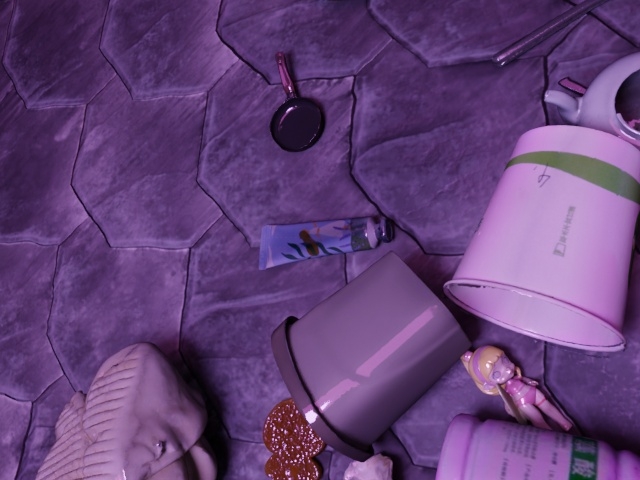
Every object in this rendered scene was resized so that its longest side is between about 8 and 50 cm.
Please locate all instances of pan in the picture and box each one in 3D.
[{"bbox_3d":[-0.058,-0.278,1.153,0.114,0.040,0.212,-17,79,19],"label":"pan"}]

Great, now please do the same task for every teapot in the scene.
[{"bbox_3d":[0.490,-0.190,0.850,0.294,0.129,0.193,9,88,23],"label":"teapot"}]

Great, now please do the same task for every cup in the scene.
[{"bbox_3d":[0.335,-0.003,0.829,0.253,0.253,0.274,16,76,25],"label":"cup"}]

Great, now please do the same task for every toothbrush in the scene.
[{"bbox_3d":[0.430,-0.388,0.982,0.297,0.030,0.030,-30,43,15],"label":"toothbrush"}]

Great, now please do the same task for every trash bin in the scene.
[{"bbox_3d":[0.083,0.170,0.896,0.250,0.220,0.219,-40,52,2],"label":"trash bin"}]

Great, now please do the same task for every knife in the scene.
[{"bbox_3d":[0.471,-0.230,0.938,0.170,0.010,0.023,35,99,24],"label":"knife"}]

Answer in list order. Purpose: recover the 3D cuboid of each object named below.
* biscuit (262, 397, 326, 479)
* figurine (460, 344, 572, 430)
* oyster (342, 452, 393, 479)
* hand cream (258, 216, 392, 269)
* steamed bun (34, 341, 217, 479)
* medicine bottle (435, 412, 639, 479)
[{"bbox_3d":[-0.047,0.367,1.010,0.124,0.026,0.175,-1,77,24],"label":"biscuit"},{"bbox_3d":[0.295,0.233,0.882,0.187,0.083,0.083,41,95,13],"label":"figurine"},{"bbox_3d":[0.111,0.511,0.849,0.351,0.114,0.238,43,116,39],"label":"oyster"},{"bbox_3d":[0.000,0.000,1.062,0.271,0.058,0.091,-7,72,27],"label":"hand cream"},{"bbox_3d":[-0.321,0.400,0.996,0.342,0.255,0.368,-33,37,31],"label":"steamed bun"},{"bbox_3d":[0.325,0.364,0.753,0.325,0.212,0.212,7,81,25],"label":"medicine bottle"}]
